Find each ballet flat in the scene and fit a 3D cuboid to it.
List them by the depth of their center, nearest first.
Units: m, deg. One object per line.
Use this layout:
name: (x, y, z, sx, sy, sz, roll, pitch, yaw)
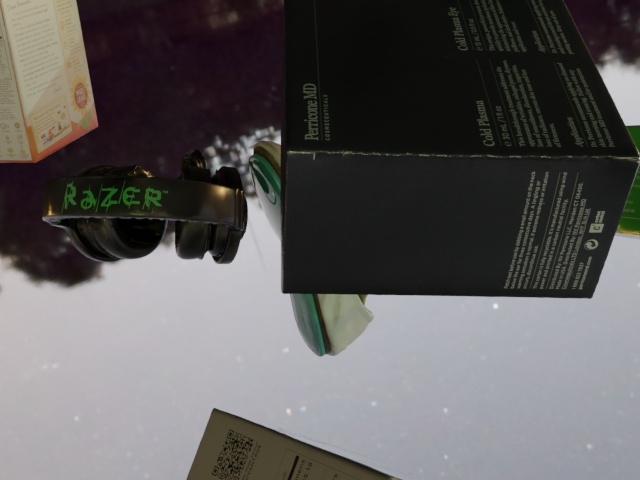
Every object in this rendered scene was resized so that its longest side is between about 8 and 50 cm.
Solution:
ballet flat: (0.000, 0.000, 1.343, 0.139, 0.400, 0.139, -9, -140, 7)

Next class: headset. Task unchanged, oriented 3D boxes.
headset: (-0.209, -0.062, 1.233, 0.243, 0.185, 0.394, 1, 175, 7)

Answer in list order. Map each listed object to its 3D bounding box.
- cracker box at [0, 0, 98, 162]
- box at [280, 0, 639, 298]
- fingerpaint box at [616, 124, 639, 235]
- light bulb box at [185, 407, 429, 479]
cracker box: (-0.349, -0.226, 1.112, 0.067, 0.232, 0.155, 3, -157, 16)
box: (0.114, -0.119, 0.970, 0.313, 0.179, 0.343, 2, -139, -3)
fingerpaint box: (0.573, -0.070, 1.375, 0.371, 0.163, 0.445, 7, -177, -19)
light bulb box: (-0.012, 0.418, 1.069, 0.361, 0.225, 0.357, 5, -108, 55)
